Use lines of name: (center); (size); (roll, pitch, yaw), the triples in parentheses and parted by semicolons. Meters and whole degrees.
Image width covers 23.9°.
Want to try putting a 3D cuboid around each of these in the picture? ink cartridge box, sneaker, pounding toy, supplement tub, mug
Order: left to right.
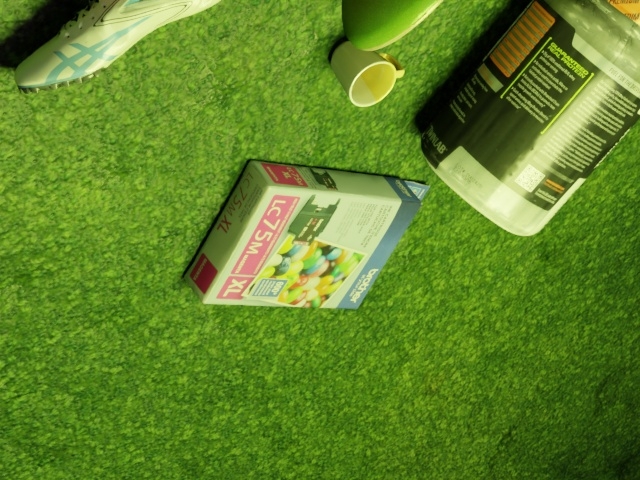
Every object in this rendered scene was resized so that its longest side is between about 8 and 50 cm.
sneaker: (-0.203, -0.223, 1.481); (0.237, 0.085, 0.086); (-32, 110, 1)
ink cartridge box: (0.000, 0.000, 1.899); (0.311, 0.065, 0.185); (3, 128, -44)
mug: (0.048, -0.193, 1.725); (0.062, 0.064, 0.078); (-50, 143, 15)
pounding toy: (0.084, -0.316, 1.566); (0.237, 0.183, 0.110); (-40, 115, 23)
supplement tub: (0.286, -0.177, 1.837); (0.316, 0.193, 0.194); (-50, 142, 16)
